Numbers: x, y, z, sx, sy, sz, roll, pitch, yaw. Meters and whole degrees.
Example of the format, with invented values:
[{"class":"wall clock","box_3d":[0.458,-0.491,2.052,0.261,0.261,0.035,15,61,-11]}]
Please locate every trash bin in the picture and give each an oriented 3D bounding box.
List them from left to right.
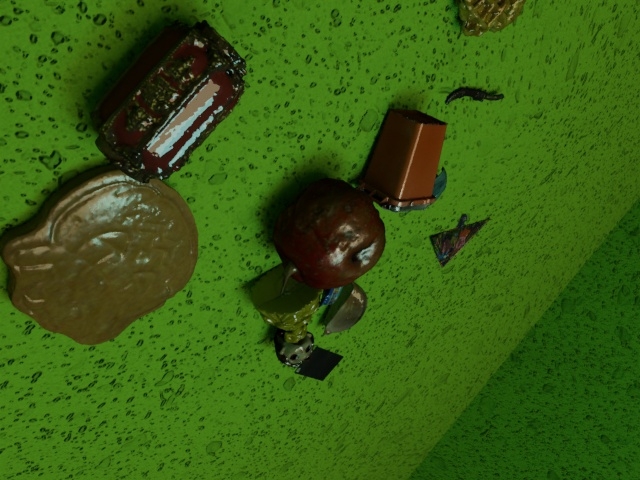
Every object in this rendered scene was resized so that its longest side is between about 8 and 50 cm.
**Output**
[{"class":"trash bin","box_3d":[0.201,-0.197,1.474,0.185,0.161,0.238,-11,124,-39]}]

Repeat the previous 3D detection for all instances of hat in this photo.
[{"class":"hat","box_3d":[0.289,-0.157,1.663,0.138,0.078,0.191,-32,162,-5]}]

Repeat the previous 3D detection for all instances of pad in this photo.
[{"class":"pad","box_3d":[-0.001,0.412,1.980,0.116,0.004,0.193,-49,144,5]}]

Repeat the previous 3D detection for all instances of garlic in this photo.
[{"class":"garlic","box_3d":[0.079,0.205,1.799,0.101,0.087,0.195,14,118,-36]}]

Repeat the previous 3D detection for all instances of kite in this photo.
[{"class":"kite","box_3d":[0.463,0.007,2.041,0.321,0.016,0.233,-14,134,-36]}]

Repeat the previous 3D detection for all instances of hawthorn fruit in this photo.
[{"class":"hawthorn fruit","box_3d":[0.018,-0.015,1.393,0.262,0.258,0.258,-11,139,1]}]

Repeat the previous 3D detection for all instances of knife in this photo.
[{"class":"knife","box_3d":[0.421,-0.392,1.605,0.222,0.021,0.045,-12,132,-32]}]

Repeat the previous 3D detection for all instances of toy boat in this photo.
[{"class":"toy boat","box_3d":[0.003,0.122,1.656,0.110,0.091,0.175,10,127,-10]}]

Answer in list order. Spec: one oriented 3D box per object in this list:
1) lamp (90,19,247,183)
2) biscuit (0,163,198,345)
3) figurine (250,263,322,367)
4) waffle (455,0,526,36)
[{"class":"lamp","box_3d":[-0.247,-0.227,0.980,0.274,0.177,0.177,-48,144,3]},{"class":"biscuit","box_3d":[-0.408,0.039,1.164,0.365,0.062,0.385,-36,143,-12]},{"class":"figurine","box_3d":[-0.072,0.227,1.587,0.187,0.168,0.315,-54,153,-38]},{"class":"waffle","box_3d":[0.415,-0.622,1.339,0.302,0.068,0.324,-30,140,-22]}]
